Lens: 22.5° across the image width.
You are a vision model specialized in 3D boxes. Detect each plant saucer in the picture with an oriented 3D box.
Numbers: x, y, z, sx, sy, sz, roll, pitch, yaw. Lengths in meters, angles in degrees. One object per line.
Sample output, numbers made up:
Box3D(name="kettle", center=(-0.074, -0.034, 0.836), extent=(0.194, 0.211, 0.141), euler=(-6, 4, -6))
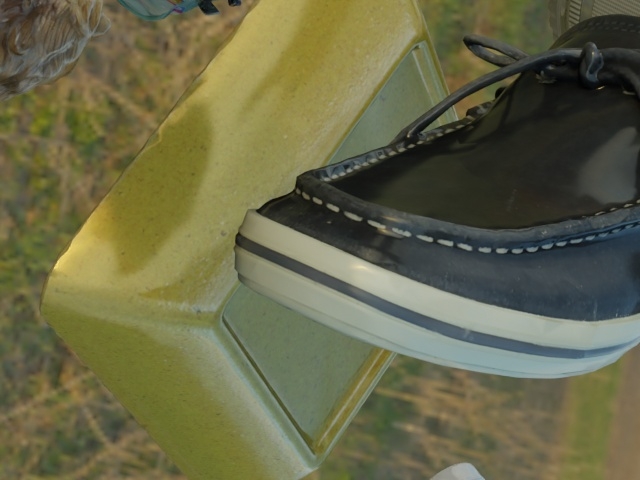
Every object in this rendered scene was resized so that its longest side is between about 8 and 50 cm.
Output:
Box3D(name="plant saucer", center=(0.000, 0.000, 1.064), extent=(0.333, 0.081, 0.333), euler=(-54, 149, -16))

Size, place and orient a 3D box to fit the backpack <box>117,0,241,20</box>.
Box3D(name="backpack", center=(-0.059, -0.170, 0.710), extent=(0.152, 0.115, 0.182), euler=(61, -14, -9))

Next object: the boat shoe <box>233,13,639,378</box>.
Box3D(name="boat shoe", center=(0.148, -0.041, 0.857), extent=(0.500, 0.187, 0.156), euler=(-11, 117, -45))

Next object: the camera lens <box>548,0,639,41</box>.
Box3D(name="camera lens", center=(0.319, -0.162, 1.222), extent=(0.274, 0.219, 0.219), euler=(-129, -138, -62))

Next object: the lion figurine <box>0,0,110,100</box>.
Box3D(name="lion figurine", center=(-0.347, -0.198, 1.047), extent=(0.392, 0.240, 0.142), euler=(30, 56, -35))

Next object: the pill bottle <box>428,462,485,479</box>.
Box3D(name="pill bottle", center=(0.155, 0.282, 1.421), extent=(0.094, 0.169, 0.094), euler=(-25, 146, -18))
